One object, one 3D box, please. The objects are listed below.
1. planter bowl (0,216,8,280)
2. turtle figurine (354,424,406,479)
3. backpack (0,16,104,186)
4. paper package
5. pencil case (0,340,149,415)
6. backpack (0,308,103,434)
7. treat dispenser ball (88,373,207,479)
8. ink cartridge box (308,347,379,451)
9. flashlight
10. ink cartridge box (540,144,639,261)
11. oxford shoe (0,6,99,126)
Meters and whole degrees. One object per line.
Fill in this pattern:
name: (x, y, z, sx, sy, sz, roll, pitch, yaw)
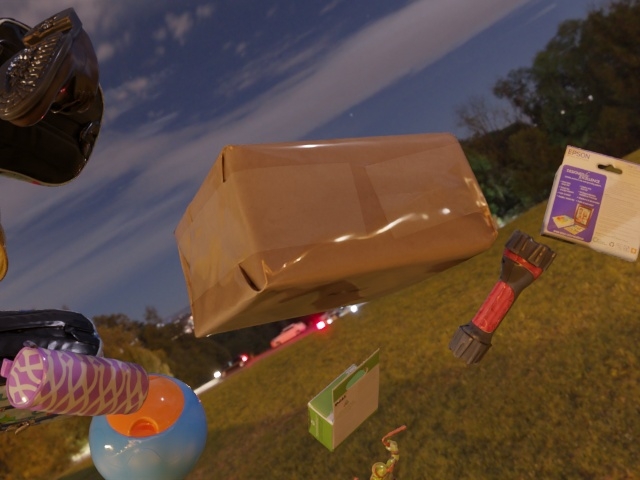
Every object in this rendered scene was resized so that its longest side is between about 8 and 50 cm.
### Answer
planter bowl: (-0.485, -0.040, 0.751, 0.217, 0.217, 0.090, -29, 34, 35)
turtle figurine: (0.172, 0.660, 1.646, 0.269, 0.087, 0.217, -47, -28, -31)
backpack: (-0.472, -0.205, 0.917, 0.191, 0.225, 0.253, 16, -4, 27)
paper package: (0.000, 0.000, 0.793, 0.324, 0.168, 0.309, -9, -15, -28)
pencil case: (-0.342, 0.203, 0.839, 0.088, 0.087, 0.206, 2, -18, 32)
backpack: (-0.663, 0.276, 1.299, 0.355, 0.274, 0.290, -17, 37, -20)
treat dispenser ball: (-0.431, 0.483, 1.488, 0.288, 0.288, 0.288, -29, -1, 0)
ink cartridge box: (0.063, 0.397, 1.549, 0.097, 0.255, 0.188, 29, 47, 35)
flashlight: (0.383, 0.128, 1.275, 0.304, 0.103, 0.103, -59, 10, 10)
ink cartridge box: (0.610, -0.082, 1.294, 0.045, 0.206, 0.208, 57, -129, -81)
oxford shoe: (-0.284, -0.176, 0.647, 0.082, 0.096, 0.227, -19, 37, 10)
